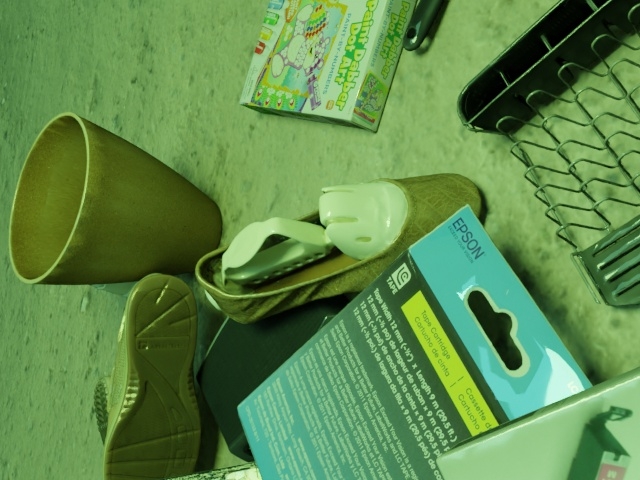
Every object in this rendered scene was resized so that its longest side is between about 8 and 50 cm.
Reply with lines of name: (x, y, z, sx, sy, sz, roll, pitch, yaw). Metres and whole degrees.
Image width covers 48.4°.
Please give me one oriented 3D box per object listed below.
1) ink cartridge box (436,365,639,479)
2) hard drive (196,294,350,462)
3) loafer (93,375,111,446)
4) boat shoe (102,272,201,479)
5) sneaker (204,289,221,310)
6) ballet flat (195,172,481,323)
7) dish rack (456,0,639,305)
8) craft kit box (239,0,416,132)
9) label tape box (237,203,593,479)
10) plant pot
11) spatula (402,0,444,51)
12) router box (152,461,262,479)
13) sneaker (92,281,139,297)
ink cartridge box: (0.250, 0.203, 0.467, 0.275, 0.060, 0.238, -31, 73, 22)
hard drive: (-0.066, 0.142, 0.909, 0.254, 0.054, 0.172, -55, 46, 20)
loafer: (-0.260, 0.324, 1.038, 0.102, 0.092, 0.268, -16, 83, 57)
boat shoe: (-0.227, 0.215, 0.972, 0.110, 0.122, 0.341, -178, 96, -69)
sneaker: (-0.108, 0.036, 0.955, 0.070, 0.051, 0.134, -36, 16, 24)
ballet flat: (0.000, 0.000, 0.780, 0.342, 0.124, 0.116, -20, 57, 28)
dish rack: (0.260, -0.088, 0.620, 0.208, 0.074, 0.271, -42, 52, 32)
craft kit box: (0.011, -0.282, 0.954, 0.247, 0.061, 0.249, 18, 92, 45)
label tape box: (0.095, 0.174, 0.691, 0.348, 0.115, 0.249, -44, 50, 22)
plant pot: (-0.279, -0.036, 1.038, 0.237, 0.254, 0.237, -15, 69, 44)
spatula: (0.162, -0.360, 0.832, 0.084, 0.030, 0.296, 27, 98, 45)
router box: (-0.140, 0.350, 0.864, 0.179, 0.046, 0.133, -12, 65, 5)
sneaker: (-0.367, -0.042, 1.210, 0.114, 0.152, 0.305, -47, 48, 30)
